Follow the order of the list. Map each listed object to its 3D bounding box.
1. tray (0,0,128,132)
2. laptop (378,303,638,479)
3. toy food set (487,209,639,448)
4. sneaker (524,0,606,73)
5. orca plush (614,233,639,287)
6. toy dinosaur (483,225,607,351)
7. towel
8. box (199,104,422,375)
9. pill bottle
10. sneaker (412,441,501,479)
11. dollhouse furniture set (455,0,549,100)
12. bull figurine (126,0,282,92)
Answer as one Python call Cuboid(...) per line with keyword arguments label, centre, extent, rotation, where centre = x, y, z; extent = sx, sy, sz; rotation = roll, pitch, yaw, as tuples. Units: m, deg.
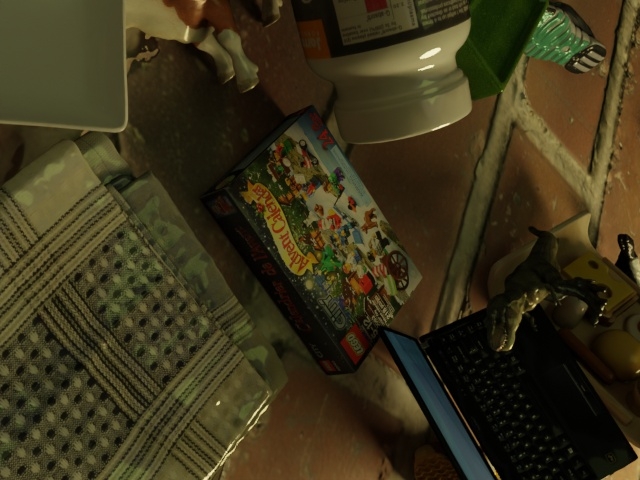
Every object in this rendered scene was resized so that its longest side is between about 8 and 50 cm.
Cuboid(label="tray", centre=(-0.278, -0.153, 0.616), extent=(0.270, 0.030, 0.145), rotation=(2, 78, -25))
Cuboid(label="laptop", centre=(0.208, 0.168, 0.909), extent=(0.264, 0.136, 0.234), rotation=(-20, 68, -22))
Cuboid(label="toy food set", centre=(0.390, 0.101, 1.085), extent=(0.220, 0.092, 0.306), rotation=(-26, 63, -35))
Cuboid(label="sneaker", centre=(0.340, -0.326, 1.279), extent=(0.224, 0.083, 0.098), rotation=(16, 48, -45))
Cuboid(label="orca plush", centre=(0.433, 0.132, 1.224), extent=(0.102, 0.151, 0.287), rotation=(3, 79, -11))
Cuboid(label="toy dinosaur", centre=(0.276, 0.052, 1.005), extent=(0.268, 0.118, 0.064), rotation=(-45, 155, -54))
Cuboid(label="towel", centre=(-0.182, 0.105, 0.672), extent=(0.312, 0.056, 0.324), rotation=(55, 48, -19))
Cuboid(label="box", centre=(0.000, 0.000, 0.878), extent=(0.233, 0.044, 0.159), rotation=(56, 48, -18))
Cuboid(label="pill bottle", centre=(0.049, -0.241, 0.786), extent=(0.162, 0.162, 0.278), rotation=(-32, 115, -43))
Cuboid(label="sneaker", centre=(0.170, 0.262, 0.971), extent=(0.185, 0.070, 0.083), rotation=(41, 37, -29))
Cuboid(label="dollhouse furniture set", centre=(0.074, -0.300, 0.927), extent=(0.301, 0.198, 0.151), rotation=(48, 60, -25))
Cuboid(label="bull figurine", centre=(-0.107, -0.254, 0.802), extent=(0.188, 0.101, 0.310), rotation=(54, 55, -29))
